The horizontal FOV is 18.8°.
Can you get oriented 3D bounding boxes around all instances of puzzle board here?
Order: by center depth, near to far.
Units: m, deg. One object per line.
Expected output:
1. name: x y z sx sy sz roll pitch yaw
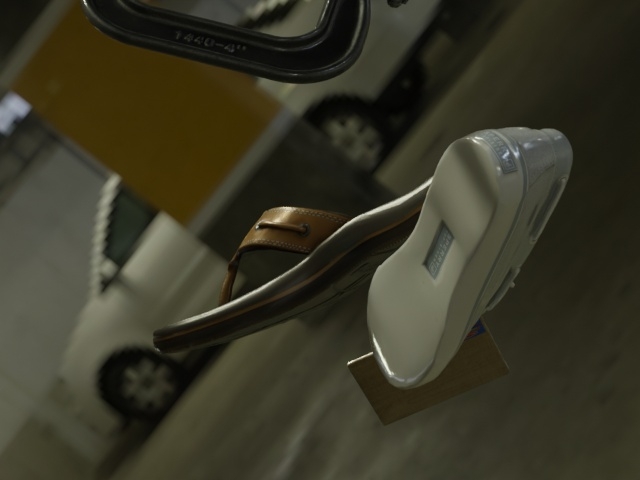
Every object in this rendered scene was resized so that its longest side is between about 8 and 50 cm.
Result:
1. puzzle board: 0.098 0.114 1.757 0.128 0.096 0.011 -24 43 6

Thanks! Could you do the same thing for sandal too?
1. sandal: 0.000 0.000 1.071 0.219 0.060 0.090 -31 -10 19

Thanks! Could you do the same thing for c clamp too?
1. c clamp: -0.033 -0.126 0.950 0.022 0.161 0.137 101 179 -48

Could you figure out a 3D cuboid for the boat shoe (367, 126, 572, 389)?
1. boat shoe: 0.076 0.008 0.988 0.063 0.066 0.184 -12 -40 -29
